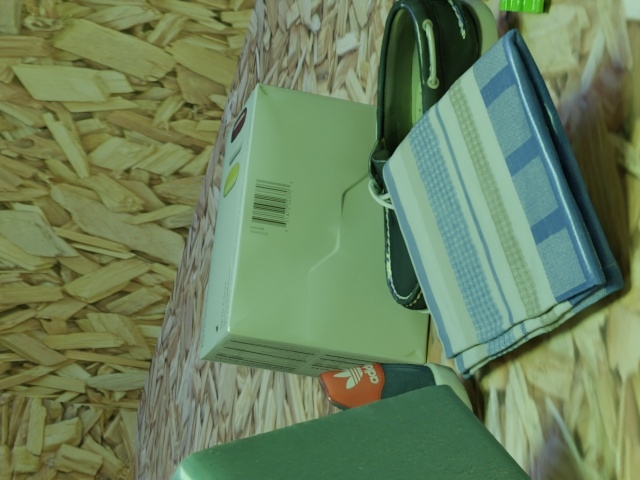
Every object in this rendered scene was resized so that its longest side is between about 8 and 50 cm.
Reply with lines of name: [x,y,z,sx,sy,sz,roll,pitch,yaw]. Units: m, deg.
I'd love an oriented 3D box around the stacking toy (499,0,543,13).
stacking toy: [0.171,-0.300,1.261,0.221,0.052,0.167,-144,56,-68]

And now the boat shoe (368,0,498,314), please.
boat shoe: [0.086,-0.077,1.263,0.114,0.091,0.302,19,108,55]

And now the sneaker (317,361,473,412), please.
sneaker: [0.023,0.268,1.207,0.131,0.148,0.350,-132,51,-73]

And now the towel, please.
towel: [0.133,-0.017,1.071,0.285,0.034,0.209,132,121,-66]

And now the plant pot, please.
plant pot: [0.047,0.281,0.874,0.252,0.247,0.248,40,124,37]

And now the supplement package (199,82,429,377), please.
supplement package: [0.000,0.000,1.404,0.145,0.204,0.262,133,145,-67]
